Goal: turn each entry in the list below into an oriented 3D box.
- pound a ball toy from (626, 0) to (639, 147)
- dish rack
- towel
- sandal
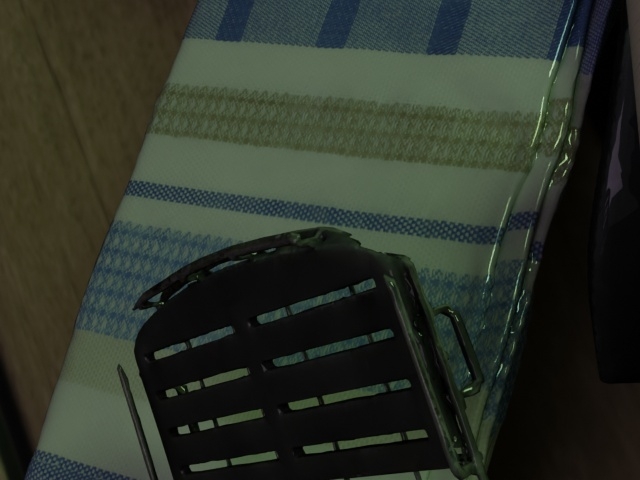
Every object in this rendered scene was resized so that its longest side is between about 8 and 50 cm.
[{"bbox_3d":[0.132,0.062,0.386,0.208,0.136,0.319,-24,61,53],"label":"pound a ball toy"},{"bbox_3d":[-0.003,0.137,0.410,0.208,0.074,0.271,-22,85,56],"label":"dish rack"},{"bbox_3d":[0.000,0.000,0.568,0.209,0.034,0.285,7,71,32],"label":"towel"},{"bbox_3d":[0.136,-0.065,0.504,0.054,0.097,0.254,9,101,10],"label":"sandal"}]
